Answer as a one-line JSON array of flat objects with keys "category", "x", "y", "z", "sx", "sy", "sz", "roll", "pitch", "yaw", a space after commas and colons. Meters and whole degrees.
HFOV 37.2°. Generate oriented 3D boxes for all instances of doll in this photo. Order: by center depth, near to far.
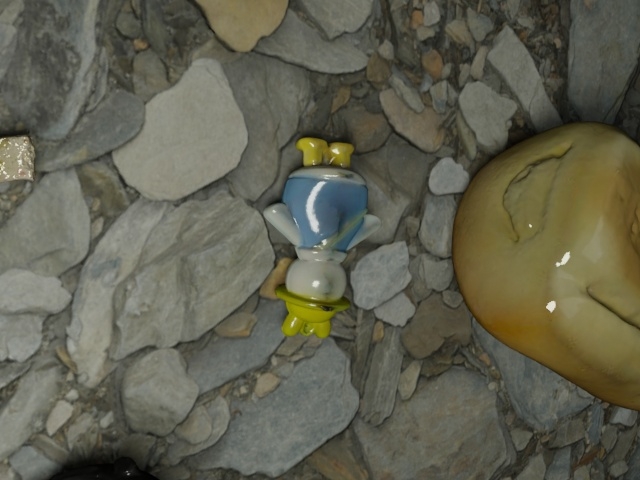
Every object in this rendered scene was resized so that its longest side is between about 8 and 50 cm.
[{"category": "doll", "x": -0.001, "y": 0.000, "z": 1.140, "sx": 0.135, "sy": 0.098, "sz": 0.241, "roll": 3, "pitch": 96, "yaw": -59}]

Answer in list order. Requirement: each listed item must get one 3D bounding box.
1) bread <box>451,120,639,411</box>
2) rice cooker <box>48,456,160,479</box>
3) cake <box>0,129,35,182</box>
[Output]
[{"category": "bread", "x": 0.364, "y": 0.027, "z": 1.307, "sx": 0.376, "sy": 0.253, "sz": 0.348, "roll": 27, "pitch": 76, "yaw": -36}, {"category": "rice cooker", "x": -0.221, "y": 0.356, "z": 0.943, "sx": 0.267, "sy": 0.267, "sz": 0.224, "roll": -31, "pitch": 110, "yaw": -28}, {"category": "cake", "x": -0.336, "y": -0.074, "z": 0.917, "sx": 0.121, "sy": 0.065, "sz": 0.052, "roll": -12, "pitch": 101, "yaw": -27}]
